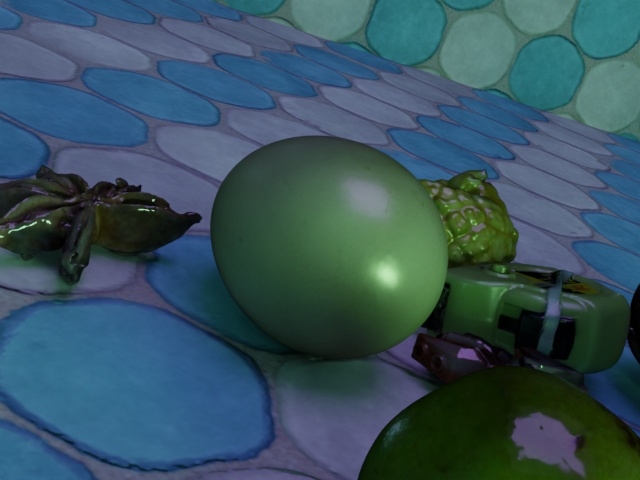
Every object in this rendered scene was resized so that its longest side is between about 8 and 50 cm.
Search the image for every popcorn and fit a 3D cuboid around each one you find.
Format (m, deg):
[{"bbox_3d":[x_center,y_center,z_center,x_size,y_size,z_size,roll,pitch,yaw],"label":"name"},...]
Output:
[{"bbox_3d":[0.134,-0.010,1.075,0.173,0.142,0.173,6,25,-3],"label":"popcorn"}]

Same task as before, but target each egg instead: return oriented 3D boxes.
[{"bbox_3d":[0.000,0.000,0.830,0.188,0.189,0.253,3,21,-40],"label":"egg"}]

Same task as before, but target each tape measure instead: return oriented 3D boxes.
[{"bbox_3d":[0.226,0.082,0.968,0.175,0.106,0.200,19,12,40],"label":"tape measure"}]

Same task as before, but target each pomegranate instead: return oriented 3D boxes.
[{"bbox_3d":[0.144,0.167,0.588,0.240,0.159,0.190,14,21,-31],"label":"pomegranate"}]

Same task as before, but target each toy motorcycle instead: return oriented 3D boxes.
[{"bbox_3d":[0.158,0.130,0.806,0.118,0.084,0.212,3,19,-38],"label":"toy motorcycle"}]

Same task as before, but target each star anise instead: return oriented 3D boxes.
[{"bbox_3d":[-0.227,-0.021,0.861,0.171,0.063,0.208,24,23,20],"label":"star anise"}]

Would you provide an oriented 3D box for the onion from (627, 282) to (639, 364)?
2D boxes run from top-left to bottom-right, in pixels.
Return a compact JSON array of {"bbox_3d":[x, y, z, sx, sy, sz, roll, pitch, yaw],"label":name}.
[{"bbox_3d":[0.444,0.112,0.981,0.246,0.190,0.246,24,0,0],"label":"onion"}]
